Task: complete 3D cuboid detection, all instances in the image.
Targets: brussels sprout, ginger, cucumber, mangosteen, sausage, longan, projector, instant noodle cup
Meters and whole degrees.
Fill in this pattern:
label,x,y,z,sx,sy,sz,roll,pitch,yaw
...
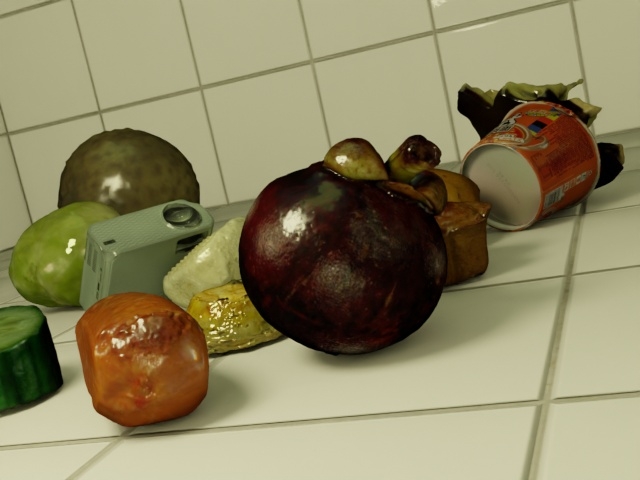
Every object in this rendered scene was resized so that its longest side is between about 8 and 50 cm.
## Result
label,x,y,z,sx,sy,sz,roll,pitch,yaw
brussels sprout,-0.549,0.041,2.014,0.316,0.243,0.273,-13,-17,-38
ginger,0.507,-0.280,2.017,0.413,0.358,0.211,6,53,49
cucumber,-0.480,0.187,1.325,0.191,0.130,0.191,-12,16,3
mangosteen,0.030,0.006,1.177,0.297,0.293,0.297,-6,18,2
sausage,-0.229,0.144,1.111,0.141,0.153,0.268,-5,6,-22
longan,-0.530,-0.113,2.397,0.391,0.391,0.391,-12,9,2
projector,-0.348,0.038,1.743,0.250,0.198,0.108,-19,52,-37
instant noodle cup,0.422,-0.144,1.807,0.250,0.250,0.192,-3,21,46

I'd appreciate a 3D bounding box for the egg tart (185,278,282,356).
label,x,y,z,sx,sy,sz,roll,pitch,yaw
egg tart,-0.139,0.118,1.387,0.212,0.090,0.212,-10,12,2

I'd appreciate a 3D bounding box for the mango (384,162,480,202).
label,x,y,z,sx,sy,sz,roll,pitch,yaw
mango,0.175,-0.070,1.708,0.287,0.153,0.201,5,4,-13

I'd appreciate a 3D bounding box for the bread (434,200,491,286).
label,x,y,z,sx,sy,sz,roll,pitch,yaw
bread,0.168,0.007,1.481,0.246,0.135,0.232,-9,10,18

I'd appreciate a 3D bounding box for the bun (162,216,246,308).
label,x,y,z,sx,sy,sz,roll,pitch,yaw
bun,-0.188,0.057,1.668,0.220,0.134,0.220,-40,2,1
